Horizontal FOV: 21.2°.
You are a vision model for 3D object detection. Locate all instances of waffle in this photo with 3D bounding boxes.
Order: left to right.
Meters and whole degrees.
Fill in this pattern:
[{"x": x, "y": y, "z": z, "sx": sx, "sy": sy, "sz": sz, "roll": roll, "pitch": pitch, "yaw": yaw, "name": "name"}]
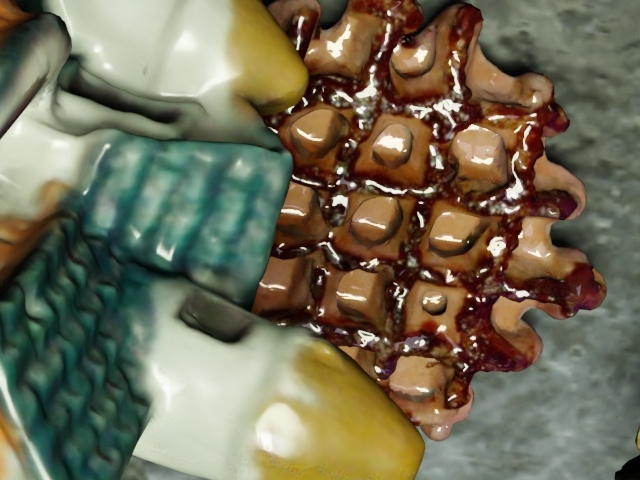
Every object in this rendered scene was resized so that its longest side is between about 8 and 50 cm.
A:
[{"x": 0.000, "y": 0.000, "z": 0.719, "sx": 0.234, "sy": 0.055, "sz": 0.221, "roll": -33, "pitch": 112, "yaw": 13, "name": "waffle"}]

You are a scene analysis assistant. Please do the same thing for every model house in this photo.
[{"x": -0.093, "y": -0.017, "z": 0.553, "sx": 0.301, "sy": 0.271, "sz": 0.190, "roll": 23, "pitch": 112, "yaw": 2, "name": "model house"}]

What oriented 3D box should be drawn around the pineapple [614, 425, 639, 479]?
[{"x": 0.248, "y": -0.023, "z": 0.657, "sx": 0.262, "sy": 0.262, "sz": 0.272, "roll": 0, "pitch": 101, "yaw": -4, "name": "pineapple"}]
